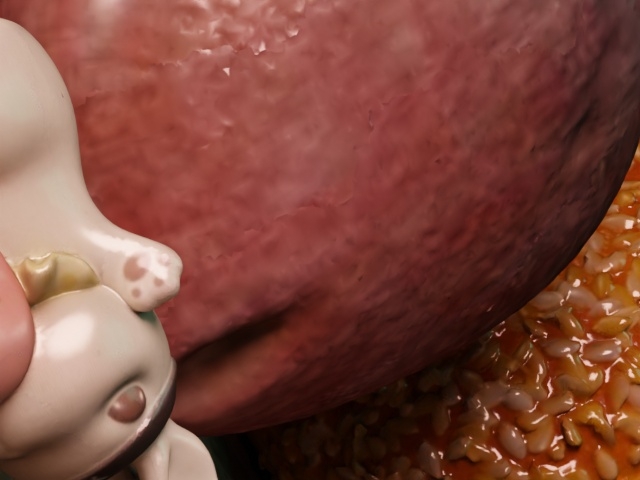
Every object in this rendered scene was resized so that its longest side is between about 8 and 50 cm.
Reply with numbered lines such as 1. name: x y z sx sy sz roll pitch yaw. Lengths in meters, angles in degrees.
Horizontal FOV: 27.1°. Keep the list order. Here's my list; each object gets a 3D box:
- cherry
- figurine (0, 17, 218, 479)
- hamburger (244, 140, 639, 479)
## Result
1. cherry: -0.007 -0.063 0.479 0.221 0.307 0.261 4 -35 44
2. figurine: -0.086 0.026 0.329 0.098 0.081 0.146 -20 88 -43
3. hamburger: 0.119 0.078 0.775 0.250 0.330 0.330 61 5 -27
